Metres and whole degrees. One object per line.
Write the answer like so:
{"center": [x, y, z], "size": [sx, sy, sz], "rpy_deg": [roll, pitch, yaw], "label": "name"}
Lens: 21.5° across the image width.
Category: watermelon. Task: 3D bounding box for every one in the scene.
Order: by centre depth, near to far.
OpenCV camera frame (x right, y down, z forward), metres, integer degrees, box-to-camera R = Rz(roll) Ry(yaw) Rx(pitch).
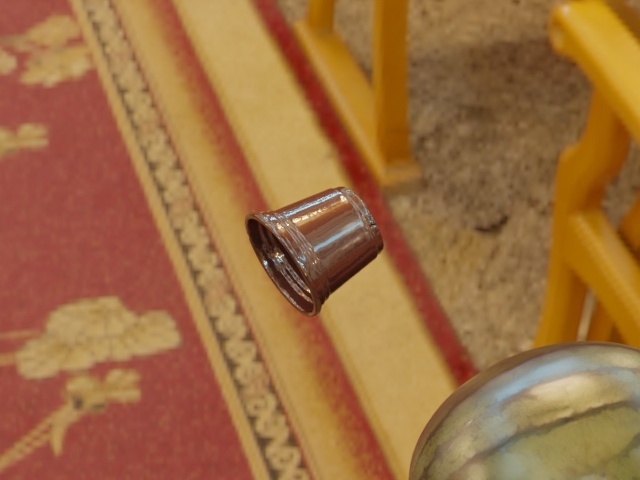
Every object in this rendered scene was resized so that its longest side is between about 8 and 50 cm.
{"center": [0.245, 0.255, 1.780], "size": [0.359, 0.279, 0.279], "rpy_deg": [-21, 44, 2], "label": "watermelon"}

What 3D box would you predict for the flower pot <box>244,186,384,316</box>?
{"center": [0.000, 0.000, 1.482], "size": [0.089, 0.111, 0.111], "rpy_deg": [-33, 52, -16], "label": "flower pot"}
